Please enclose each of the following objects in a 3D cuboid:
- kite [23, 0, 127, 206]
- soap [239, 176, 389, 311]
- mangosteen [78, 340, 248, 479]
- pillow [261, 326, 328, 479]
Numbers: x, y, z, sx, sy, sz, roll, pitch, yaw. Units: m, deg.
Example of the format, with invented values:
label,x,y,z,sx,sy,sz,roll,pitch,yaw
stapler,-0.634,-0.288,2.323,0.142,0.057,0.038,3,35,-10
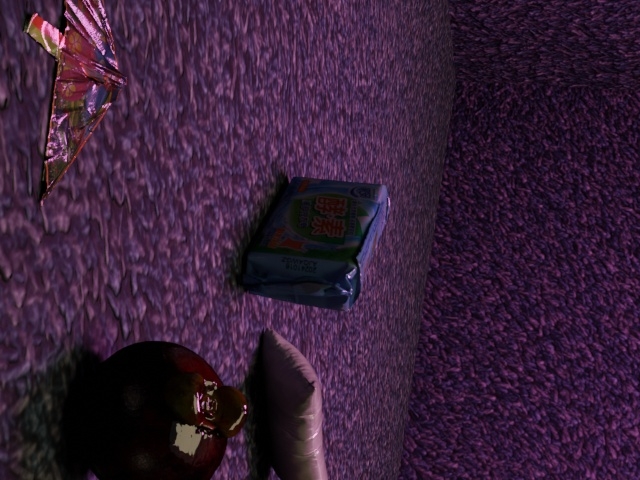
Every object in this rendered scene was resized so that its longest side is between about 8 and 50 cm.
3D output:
label,x,y,z,sx,sy,sz,roll,pitch,yaw
kite,-0.199,-0.140,0.918,0.183,0.014,0.241,41,57,-73
soap,0.000,0.000,1.519,0.293,0.156,0.077,-66,159,-56
mangosteen,-0.138,0.161,0.994,0.152,0.152,0.152,5,90,-77
pillow,-0.033,0.261,1.575,0.144,0.078,0.254,-130,-149,-52
